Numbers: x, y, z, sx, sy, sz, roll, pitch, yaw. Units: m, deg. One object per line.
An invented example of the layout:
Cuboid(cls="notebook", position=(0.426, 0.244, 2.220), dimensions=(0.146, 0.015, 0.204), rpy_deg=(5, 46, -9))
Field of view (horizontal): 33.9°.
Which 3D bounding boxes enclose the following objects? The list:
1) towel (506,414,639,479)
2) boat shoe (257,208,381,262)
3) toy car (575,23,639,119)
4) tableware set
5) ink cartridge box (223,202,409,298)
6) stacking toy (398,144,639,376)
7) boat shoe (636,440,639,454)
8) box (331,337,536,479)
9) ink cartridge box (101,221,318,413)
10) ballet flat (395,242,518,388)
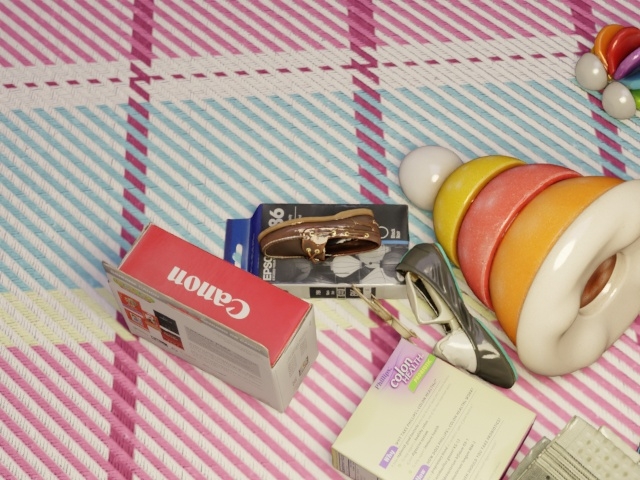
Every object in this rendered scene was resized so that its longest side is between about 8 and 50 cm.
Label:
Cuboid(cls="towel", position=(0.381, 0.447, 1.487), dimensions=(0.324, 0.056, 0.312), rpy_deg=(40, 98, 1))
Cuboid(cls="boat shoe", position=(0.000, 0.000, 1.765), dimensions=(0.206, 0.073, 0.073), rpy_deg=(-12, 61, -4))
Cuboid(cls="toy car", position=(0.579, -0.328, 1.952), dimensions=(0.159, 0.136, 0.182), rpy_deg=(-29, 64, -13))
Cuboid(cls="tableware set", position=(0.119, 0.130, 1.727), dimensions=(0.020, 0.141, 0.168), rpy_deg=(-47, 64, 0))
Cuboid(cls="ink cartridge box", position=(-0.010, 0.018, 1.833), dimensions=(0.332, 0.065, 0.165), rpy_deg=(-1, 62, 3))
Cuboid(cls="stacking toy", position=(0.304, -0.034, 1.746), dimensions=(0.350, 0.351, 0.480), rpy_deg=(-40, 52, -17))
Cuboid(cls="boat shoe", position=(0.545, 0.330, 1.625), dimensions=(0.109, 0.089, 0.258), rpy_deg=(23, 65, 14))
Cuboid(cls="box", position=(0.174, 0.313, 1.634), dimensions=(0.243, 0.117, 0.214), rpy_deg=(29, 67, 16))
Cuboid(cls="ink cartridge box", position=(-0.168, 0.111, 1.670), dimensions=(0.309, 0.272, 0.130), rpy_deg=(26, 66, 15))
Cuboid(cls="ballet flat", position=(0.212, 0.137, 1.726), dimensions=(0.096, 0.095, 0.280), rpy_deg=(-26, 74, -17))
